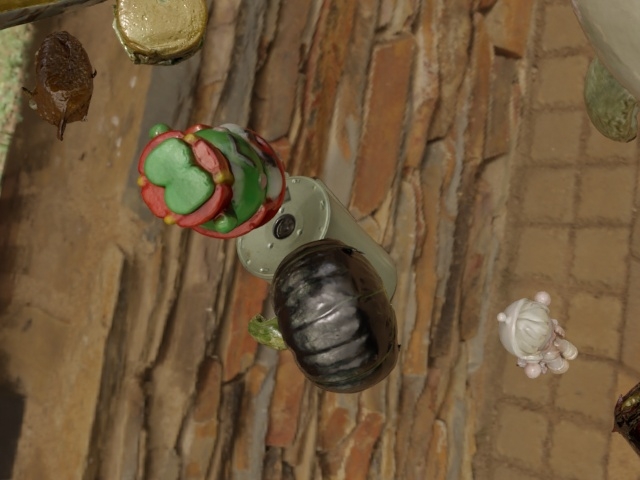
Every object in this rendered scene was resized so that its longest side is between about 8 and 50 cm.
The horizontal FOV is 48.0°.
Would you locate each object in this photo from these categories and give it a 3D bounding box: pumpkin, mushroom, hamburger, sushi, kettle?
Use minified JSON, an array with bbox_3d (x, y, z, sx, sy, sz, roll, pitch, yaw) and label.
[{"bbox_3d":[0.001,0.151,1.329,0.295,0.295,0.296,-14,71,44],"label":"pumpkin"},{"bbox_3d":[0.591,-0.324,1.318,0.267,0.164,0.190,-38,61,31],"label":"mushroom"},{"bbox_3d":[-0.335,-0.475,1.549,0.190,0.215,0.122,66,170,0],"label":"hamburger"},{"bbox_3d":[-0.240,-0.144,0.666,0.060,0.061,0.118,127,151,-44],"label":"sushi"},{"bbox_3d":[0.000,0.000,1.755,0.250,0.376,0.361,-28,52,20],"label":"kettle"}]

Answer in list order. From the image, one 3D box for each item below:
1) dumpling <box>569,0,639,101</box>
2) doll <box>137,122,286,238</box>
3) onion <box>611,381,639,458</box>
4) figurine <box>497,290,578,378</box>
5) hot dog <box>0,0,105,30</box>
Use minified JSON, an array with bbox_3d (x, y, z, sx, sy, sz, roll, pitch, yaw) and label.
[{"bbox_3d":[0.374,-0.249,0.664,0.260,0.181,0.341,-34,77,12],"label":"dumpling"},{"bbox_3d":[-0.146,-0.092,1.105,0.183,0.363,0.160,47,111,7],"label":"doll"},{"bbox_3d":[0.601,0.303,1.113,0.216,0.207,0.206,44,97,6],"label":"onion"},{"bbox_3d":[0.481,0.206,1.633,0.182,0.256,0.144,-51,49,-5],"label":"figurine"},{"bbox_3d":[-0.255,-0.195,0.507,0.162,0.270,0.082,21,129,29],"label":"hot dog"}]
